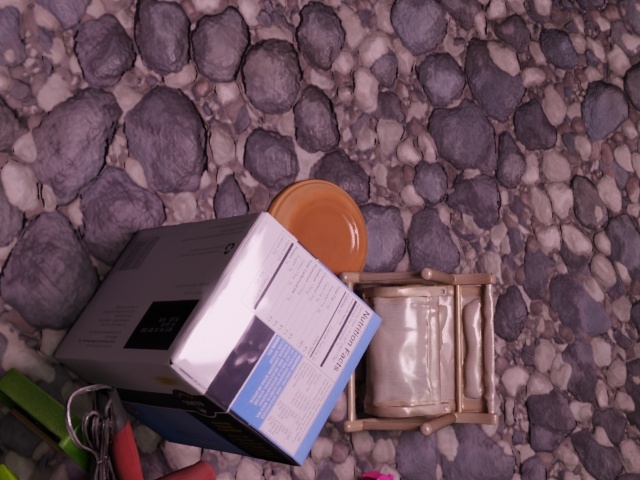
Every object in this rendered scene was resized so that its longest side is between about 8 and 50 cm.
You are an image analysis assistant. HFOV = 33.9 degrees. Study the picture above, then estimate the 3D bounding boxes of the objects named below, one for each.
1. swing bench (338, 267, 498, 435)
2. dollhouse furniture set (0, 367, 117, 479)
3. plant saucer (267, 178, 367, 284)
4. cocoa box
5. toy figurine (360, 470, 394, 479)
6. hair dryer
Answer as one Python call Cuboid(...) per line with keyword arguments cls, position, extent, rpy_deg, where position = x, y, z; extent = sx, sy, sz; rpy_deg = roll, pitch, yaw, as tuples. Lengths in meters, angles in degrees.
Cuboid(cls="swing bench", position=(0.165, 0.176, 1.694), extent=(0.255, 0.165, 0.253), rpy_deg=(7, 81, -56))
Cuboid(cls="dollhouse furniture set", position=(-0.356, 0.346, 1.382), extent=(0.197, 0.151, 0.301), rpy_deg=(-50, 143, -20))
Cuboid(cls="plant saucer", position=(0.000, 0.000, 1.675), extent=(0.200, 0.037, 0.199), rpy_deg=(3, 85, -35))
Cuboid(cls="cocoa box", position=(-0.140, 0.129, 1.377), extent=(0.228, 0.347, 0.231), rpy_deg=(43, 64, -25))
Cuboid(cls="toy figurine", position=(0.067, 0.436, 1.657), extent=(0.159, 0.130, 0.173), rpy_deg=(-14, 117, -44))
Cuboid(cls="hair dryer", position=(-0.231, 0.307, 1.317), extent=(0.293, 0.080, 0.223), rpy_deg=(24, 90, -56))
